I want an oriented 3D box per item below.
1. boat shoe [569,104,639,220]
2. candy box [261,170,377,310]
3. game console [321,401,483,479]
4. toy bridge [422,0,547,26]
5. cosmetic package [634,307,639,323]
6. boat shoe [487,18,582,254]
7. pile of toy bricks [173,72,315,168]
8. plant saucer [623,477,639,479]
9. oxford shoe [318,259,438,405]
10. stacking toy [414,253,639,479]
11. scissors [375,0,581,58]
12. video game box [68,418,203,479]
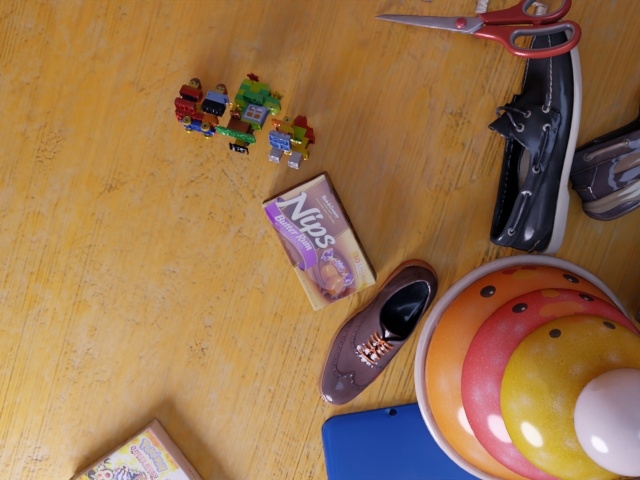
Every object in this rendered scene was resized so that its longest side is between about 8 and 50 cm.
[{"bbox_3d":[0.509,-0.170,1.292,0.355,0.132,0.130,-36,96,8],"label":"boat shoe"},{"bbox_3d":[0.000,0.000,1.398,0.109,0.053,0.187,-25,98,8],"label":"candy box"},{"bbox_3d":[0.167,0.407,1.470,0.293,0.173,0.250,-9,130,6],"label":"game console"},{"bbox_3d":[0.240,-0.363,1.330,0.188,0.026,0.063,14,98,2],"label":"toy bridge"},{"bbox_3d":[0.616,0.008,1.238,0.156,0.217,0.385,37,98,12],"label":"cosmetic package"},{"bbox_3d":[0.297,-0.146,1.314,0.113,0.127,0.340,-1,109,-8],"label":"boat shoe"},{"bbox_3d":[-0.109,-0.200,1.355,0.212,0.118,0.105,18,68,10],"label":"pile of toy bricks"},{"bbox_3d":[0.510,0.511,1.407,0.277,0.041,0.278,1,74,-2],"label":"plant saucer"},{"bbox_3d":[0.081,0.148,1.393,0.096,0.098,0.271,33,100,-2],"label":"oxford shoe"},{"bbox_3d":[0.335,0.195,1.167,0.350,0.480,0.351,0,90,-7],"label":"stacking toy"},{"bbox_3d":[0.216,-0.298,1.289,0.297,0.021,0.109,-3,74,20],"label":"scissors"},{"bbox_3d":[-0.286,0.429,1.496,0.187,0.048,0.205,-36,96,7],"label":"video game box"}]
